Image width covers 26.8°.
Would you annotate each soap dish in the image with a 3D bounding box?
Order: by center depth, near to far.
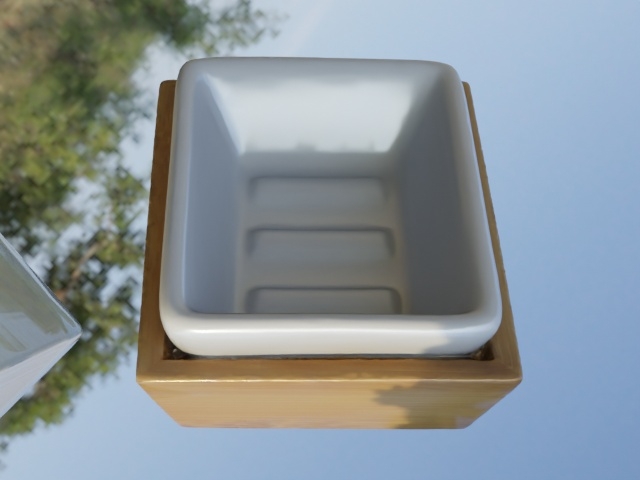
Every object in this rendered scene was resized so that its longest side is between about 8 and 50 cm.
[{"bbox_3d":[0.000,0.000,0.901,0.291,0.228,0.118,-93,-176,-46],"label":"soap dish"}]

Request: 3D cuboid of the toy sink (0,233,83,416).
[{"bbox_3d":[-0.223,0.059,0.425,0.234,0.153,0.131,-42,176,16],"label":"toy sink"}]
